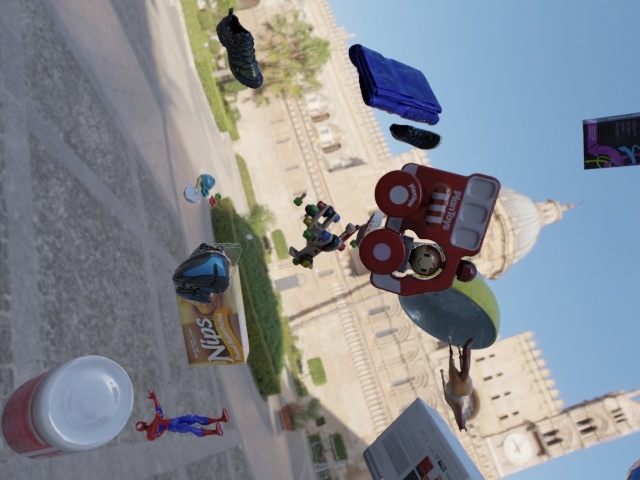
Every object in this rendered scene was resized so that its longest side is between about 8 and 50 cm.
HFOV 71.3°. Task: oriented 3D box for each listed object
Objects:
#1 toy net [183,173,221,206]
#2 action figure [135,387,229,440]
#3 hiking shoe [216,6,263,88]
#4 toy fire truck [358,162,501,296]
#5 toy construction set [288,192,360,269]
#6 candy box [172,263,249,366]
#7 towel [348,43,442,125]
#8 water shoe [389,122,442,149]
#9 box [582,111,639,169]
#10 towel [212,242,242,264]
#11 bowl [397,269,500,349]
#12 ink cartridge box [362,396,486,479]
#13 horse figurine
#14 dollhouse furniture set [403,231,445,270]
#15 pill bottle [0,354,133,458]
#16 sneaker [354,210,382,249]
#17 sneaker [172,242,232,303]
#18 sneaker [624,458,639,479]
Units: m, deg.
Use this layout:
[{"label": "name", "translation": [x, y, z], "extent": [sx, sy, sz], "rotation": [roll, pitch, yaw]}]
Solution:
[{"label": "toy net", "translation": [-0.439, -0.172, 1.626], "extent": [0.232, 0.045, 0.122], "rotation": [-50, 130, -66]}, {"label": "action figure", "translation": [-0.424, 0.508, 1.302], "extent": [0.091, 0.280, 0.139], "rotation": [-69, 147, -70]}, {"label": "hiking shoe", "translation": [-0.237, -0.570, 1.341], "extent": [0.227, 0.086, 0.114], "rotation": [60, -23, -10]}, {"label": "toy fire truck", "translation": [0.233, -0.017, 0.980], "extent": [0.169, 0.254, 0.302], "rotation": [-14, 119, -76]}, {"label": "toy construction set", "translation": [0.000, 0.000, 1.816], "extent": [0.309, 0.237, 0.257], "rotation": [14, 41, -47]}, {"label": "candy box", "translation": [-0.336, 0.237, 1.396], "extent": [0.087, 0.183, 0.316], "rotation": [-84, 171, -70]}, {"label": "towel", "translation": [0.239, -0.481, 1.371], "extent": [0.076, 0.308, 0.227], "rotation": [-36, -120, 45]}, {"label": "water shoe", "translation": [0.349, -0.387, 1.660], "extent": [0.080, 0.203, 0.073], "rotation": [12, 95, -61]}, {"label": "box", "translation": [0.646, -0.210, 0.939], "extent": [0.029, 0.162, 0.116], "rotation": [-61, 137, -42]}, {"label": "towel", "translation": [-0.347, 0.068, 1.599], "extent": [0.027, 0.110, 0.148], "rotation": [60, -43, 46]}, {"label": "bowl", "translation": [0.383, 0.157, 1.266], "extent": [0.289, 0.156, 0.289], "rotation": [28, -32, 20]}, {"label": "ink cartridge box", "translation": [0.304, 0.690, 1.342], "extent": [0.130, 0.272, 0.309], "rotation": [40, 7, -26]}, {"label": "horse figurine", "translation": [0.361, 0.367, 1.176], "extent": [0.174, 0.066, 0.263], "rotation": [-88, 177, -46]}, {"label": "dollhouse furniture set", "translation": [0.400, -0.014, 1.884], "extent": [0.198, 0.286, 0.303], "rotation": [-100, -162, -60]}, {"label": "pill bottle", "translation": [-0.711, 0.465, 1.216], "extent": [0.229, 0.407, 0.229], "rotation": [30, 47, -39]}, {"label": "sneaker", "translation": [0.153, -0.041, 1.510], "extent": [0.065, 0.061, 0.158], "rotation": [47, -58, 38]}, {"label": "sneaker", "translation": [-0.290, 0.060, 1.096], "extent": [0.341, 0.125, 0.139], "rotation": [-30, -135, 62]}, {"label": "sneaker", "translation": [0.668, 0.548, 0.945], "extent": [0.069, 0.209, 0.082], "rotation": [40, 13, 25]}]
